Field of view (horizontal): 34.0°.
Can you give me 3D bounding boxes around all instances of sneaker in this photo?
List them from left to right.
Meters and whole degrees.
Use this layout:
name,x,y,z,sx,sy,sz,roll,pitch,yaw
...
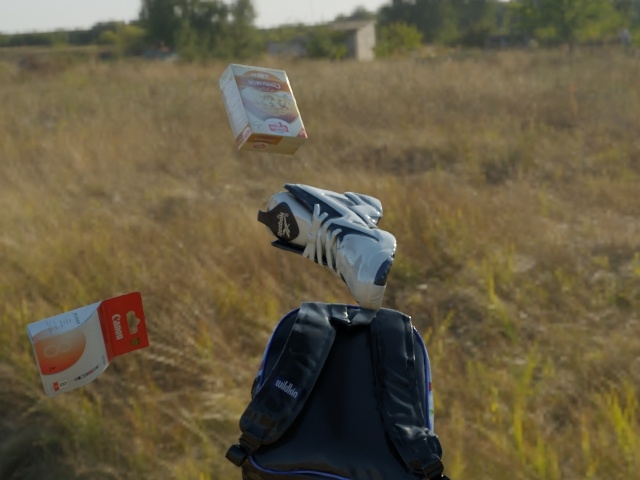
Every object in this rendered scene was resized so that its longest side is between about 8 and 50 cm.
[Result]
name,x,y,z,sx,sy,sz,roll,pitch,yaw
sneaker,0.000,0.000,1.234,0.153,0.094,0.235,10,29,-8

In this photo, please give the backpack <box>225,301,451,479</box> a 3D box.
name,x,y,z,sx,sy,sz,roll,pitch,yaw
backpack,0.030,0.218,1.374,0.276,0.263,0.213,12,-32,-3

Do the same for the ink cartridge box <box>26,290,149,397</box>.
name,x,y,z,sx,sy,sz,roll,pitch,yaw
ink cartridge box,-0.354,0.163,1.627,0.179,0.145,0.045,-16,49,-16

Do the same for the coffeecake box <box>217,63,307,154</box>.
name,x,y,z,sx,sy,sz,roll,pitch,yaw
coffeecake box,-0.126,-0.282,2.256,0.142,0.185,0.068,2,-32,-36
